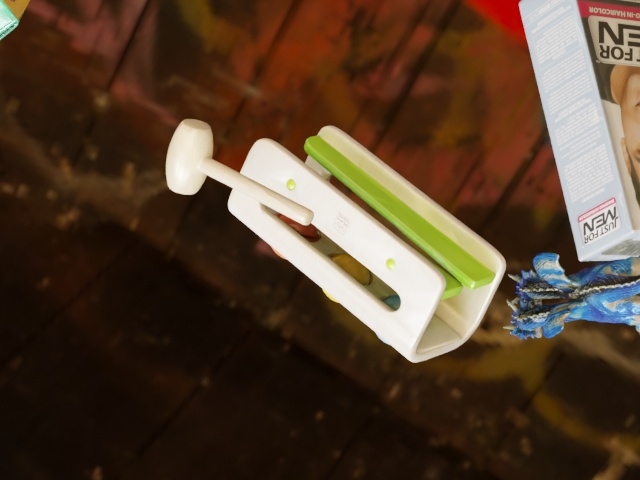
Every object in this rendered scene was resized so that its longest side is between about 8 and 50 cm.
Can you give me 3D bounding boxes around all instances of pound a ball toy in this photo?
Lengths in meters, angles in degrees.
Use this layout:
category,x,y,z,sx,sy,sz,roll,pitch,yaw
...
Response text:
category,x,y,z,sx,sy,sz,roll,pitch,yaw
pound a ball toy,0.000,0.000,1.959,0.319,0.135,0.208,38,-150,26

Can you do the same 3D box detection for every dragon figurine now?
category,x,y,z,sx,sy,sz,roll,pitch,yaw
dragon figurine,0.262,0.053,1.899,0.144,0.289,0.085,-4,-98,-2

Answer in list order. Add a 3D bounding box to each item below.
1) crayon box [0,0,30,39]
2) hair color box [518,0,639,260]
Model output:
category,x,y,z,sx,sy,sz,roll,pitch,yaw
crayon box,-0.450,-0.364,2.191,0.278,0.081,0.165,50,-159,-19
hair color box,0.401,-0.162,2.501,0.185,0.113,0.374,2,-111,-35
